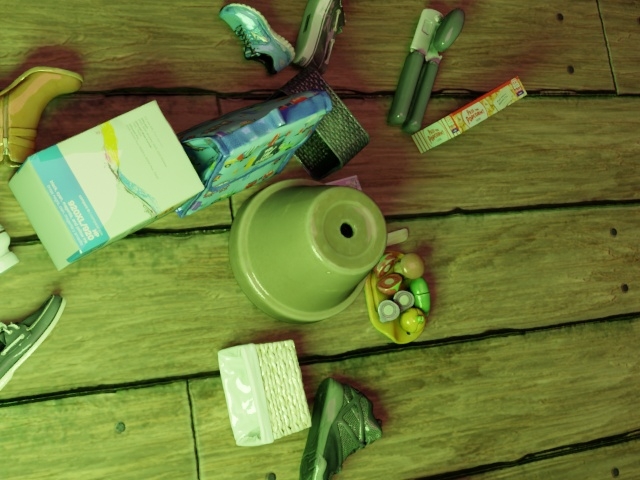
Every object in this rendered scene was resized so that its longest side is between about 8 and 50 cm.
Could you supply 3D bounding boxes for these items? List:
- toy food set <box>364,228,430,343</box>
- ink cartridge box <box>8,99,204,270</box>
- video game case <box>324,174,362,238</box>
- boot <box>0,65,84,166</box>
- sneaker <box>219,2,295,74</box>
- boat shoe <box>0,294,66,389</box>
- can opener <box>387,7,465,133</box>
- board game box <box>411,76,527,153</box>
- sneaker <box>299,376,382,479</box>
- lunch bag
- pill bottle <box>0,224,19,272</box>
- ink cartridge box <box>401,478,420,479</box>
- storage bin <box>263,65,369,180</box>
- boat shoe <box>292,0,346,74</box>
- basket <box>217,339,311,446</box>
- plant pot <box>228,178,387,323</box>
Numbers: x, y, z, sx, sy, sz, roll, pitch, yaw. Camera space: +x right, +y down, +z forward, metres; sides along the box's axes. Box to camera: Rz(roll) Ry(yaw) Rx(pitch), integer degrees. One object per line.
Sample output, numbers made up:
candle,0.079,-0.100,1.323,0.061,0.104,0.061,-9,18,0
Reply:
toy food set,0.152,0.082,1.845,0.128,0.071,0.217,-7,82,-28
ink cartridge box,-0.341,-0.087,1.574,0.233,0.171,0.168,-31,93,-29
video game case,0.050,-0.056,1.860,0.087,0.011,0.122,-17,87,-29
boot,-0.472,-0.196,1.592,0.197,0.073,0.152,-10,81,-16
sneaker,-0.123,-0.371,1.815,0.162,0.063,0.073,39,67,-14
boat shoe,-0.472,0.154,1.507,0.065,0.075,0.206,43,68,-16
can opener,0.208,-0.349,1.969,0.074,0.093,0.280,27,72,-20
board game box,0.294,-0.247,1.952,0.194,0.147,0.045,-31,94,-30
sneaker,0.039,0.364,1.713,0.130,0.087,0.227,22,64,-15
lunch bag,-0.125,-0.168,1.634,0.221,0.293,0.138,-27,91,-29
pill bottle,-0.533,-0.011,1.506,0.086,0.086,0.152,-38,97,-29
ink cartridge box,0.111,0.474,1.694,0.191,0.140,0.082,-7,83,-28
storage bin,-0.012,-0.212,1.800,0.180,0.122,0.084,50,62,-9
boat shoe,0.009,-0.421,1.891,0.070,0.078,0.219,24,74,-23
basket,-0.093,0.252,1.657,0.103,0.113,0.167,-10,83,-31
plant pot,0.000,0.000,1.691,0.263,0.229,0.262,6,76,-23
